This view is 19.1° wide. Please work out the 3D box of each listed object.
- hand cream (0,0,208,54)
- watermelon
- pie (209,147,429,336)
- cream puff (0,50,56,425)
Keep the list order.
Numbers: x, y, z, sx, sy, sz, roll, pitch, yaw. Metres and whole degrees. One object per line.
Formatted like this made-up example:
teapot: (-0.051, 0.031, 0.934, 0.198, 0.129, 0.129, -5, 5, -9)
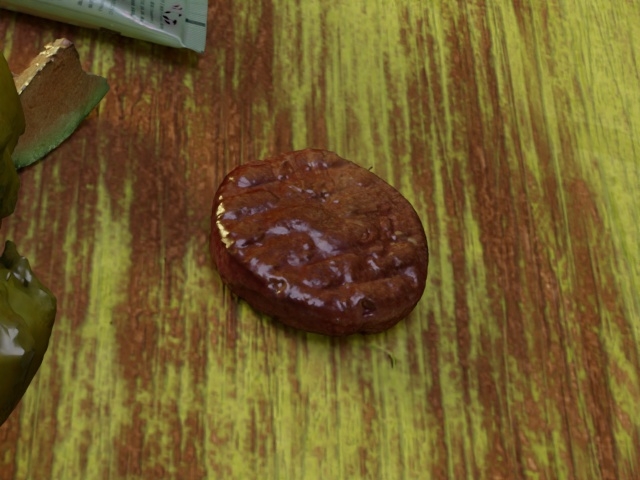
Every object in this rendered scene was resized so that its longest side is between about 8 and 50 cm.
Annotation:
hand cream: (-0.255, -0.224, 1.600, 0.331, 0.058, 0.085, 11, 38, -9)
watermelon: (-0.247, -0.104, 1.483, 0.101, 0.080, 0.155, 20, 58, 13)
pie: (0.000, 0.000, 1.479, 0.182, 0.049, 0.182, 11, 46, -11)
cream puff: (-0.300, 0.015, 1.132, 0.275, 0.378, 0.378, 30, 44, 20)
